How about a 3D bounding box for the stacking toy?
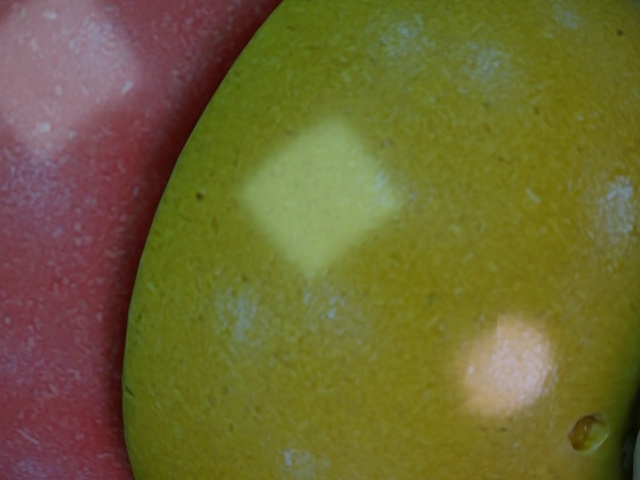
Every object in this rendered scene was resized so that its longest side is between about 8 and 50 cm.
[{"bbox_3d":[0.000,0.000,0.477,0.480,0.350,0.350,27,84,37],"label":"stacking toy"}]
